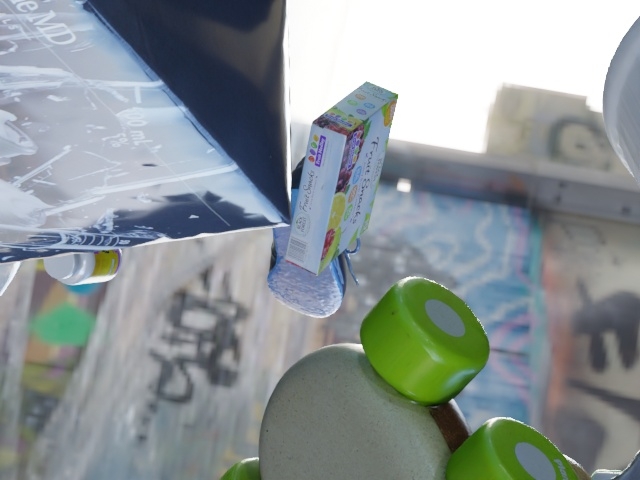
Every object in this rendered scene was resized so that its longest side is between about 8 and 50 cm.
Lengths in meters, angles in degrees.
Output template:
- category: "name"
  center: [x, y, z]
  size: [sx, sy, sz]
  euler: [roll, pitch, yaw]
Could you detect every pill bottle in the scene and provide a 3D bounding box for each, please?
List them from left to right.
- category: "pill bottle"
  center: [-0.213, 0.017, 1.327]
  size: [0.083, 0.043, 0.043]
  euler: [-5, 105, -72]

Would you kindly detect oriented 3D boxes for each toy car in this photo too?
- category: "toy car"
  center: [0.073, 0.119, 0.674]
  size: [0.155, 0.188, 0.149]
  euler: [-50, -128, 28]

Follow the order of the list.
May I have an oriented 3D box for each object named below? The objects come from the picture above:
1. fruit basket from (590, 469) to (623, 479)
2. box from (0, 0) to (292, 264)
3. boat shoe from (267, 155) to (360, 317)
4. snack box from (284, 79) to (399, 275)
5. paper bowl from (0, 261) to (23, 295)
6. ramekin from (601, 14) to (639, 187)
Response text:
- category: "fruit basket"
  center: [0.289, 0.372, 1.374]
  size: [0.165, 0.327, 0.353]
  euler: [55, 53, -24]
- category: "box"
  center: [-0.211, -0.123, 0.718]
  size: [0.343, 0.313, 0.179]
  euler: [47, 37, -63]
- category: "boat shoe"
  center: [0.000, 0.000, 1.626]
  size: [0.258, 0.109, 0.089]
  euler: [102, 5, -62]
- category: "snack box"
  center: [0.018, -0.054, 1.269]
  size: [0.100, 0.037, 0.141]
  euler: [-44, 152, -51]
- category: "paper bowl"
  center: [-0.383, 0.052, 1.185]
  size: [0.284, 0.148, 0.284]
  euler: [-47, 178, -2]
- category: "ramekin"
  center: [0.381, -0.094, 1.215]
  size: [0.135, 0.277, 0.277]
  euler: [-97, -168, -46]
